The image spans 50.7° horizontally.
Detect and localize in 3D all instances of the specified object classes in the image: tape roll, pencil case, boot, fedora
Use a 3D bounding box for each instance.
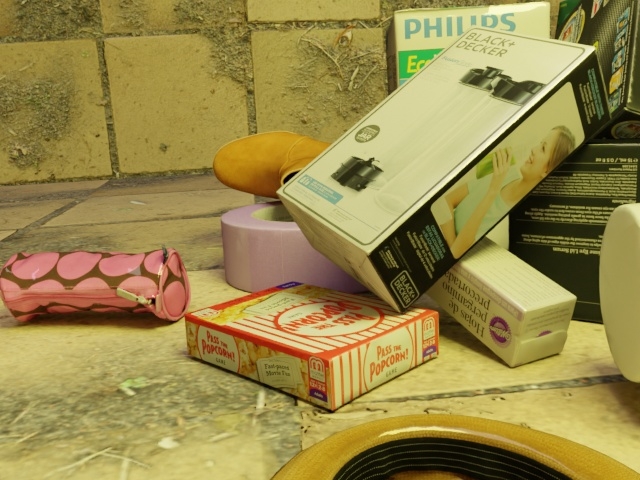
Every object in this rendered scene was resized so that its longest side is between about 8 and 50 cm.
[{"bbox_3d":[0.000,0.000,0.955,0.274,0.090,0.275,-2,12,0],"label":"tape roll"},{"bbox_3d":[-0.260,0.053,0.775,0.209,0.095,0.098,-3,27,10],"label":"pencil case"},{"bbox_3d":[-0.041,-0.100,0.972,0.295,0.104,0.211,3,12,9],"label":"boot"},{"bbox_3d":[0.061,0.144,0.264,0.194,0.079,0.194,1,17,0],"label":"fedora"}]

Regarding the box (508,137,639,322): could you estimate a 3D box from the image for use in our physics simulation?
[{"bbox_3d":[0.332,-0.011,0.686,0.261,0.184,0.103,5,12,35],"label":"box"}]

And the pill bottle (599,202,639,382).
[{"bbox_3d":[0.377,0.034,0.471,0.318,0.176,0.176,-1,12,7],"label":"pill bottle"}]

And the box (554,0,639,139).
[{"bbox_3d":[0.351,-0.211,0.832,0.060,0.270,0.216,17,-20,-5],"label":"box"}]

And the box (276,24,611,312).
[{"bbox_3d":[0.119,-0.084,0.668,0.290,0.087,0.169,-40,38,-10],"label":"box"}]

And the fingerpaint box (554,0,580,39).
[{"bbox_3d":[0.471,-0.179,0.976,0.163,0.371,0.445,4,12,-4],"label":"fingerpaint box"}]

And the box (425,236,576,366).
[{"bbox_3d":[0.120,0.010,0.709,0.067,0.063,0.324,-12,32,-27],"label":"box"}]

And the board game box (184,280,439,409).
[{"bbox_3d":[-0.010,0.088,0.632,0.193,0.045,0.146,8,16,43],"label":"board game box"}]

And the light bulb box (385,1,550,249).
[{"bbox_3d":[0.232,-0.191,1.147,0.225,0.361,0.358,-2,12,4],"label":"light bulb box"}]
